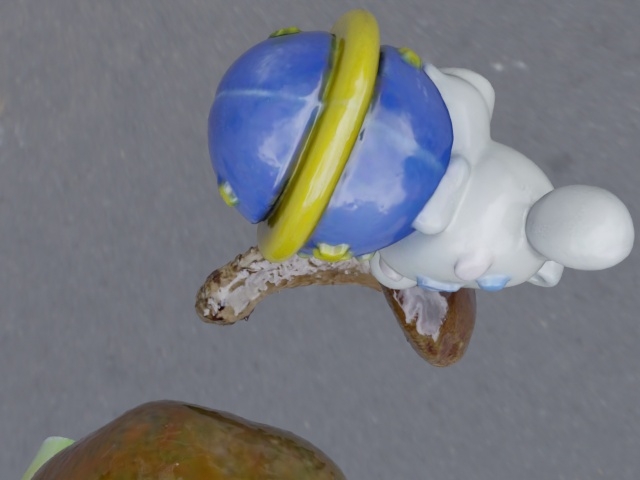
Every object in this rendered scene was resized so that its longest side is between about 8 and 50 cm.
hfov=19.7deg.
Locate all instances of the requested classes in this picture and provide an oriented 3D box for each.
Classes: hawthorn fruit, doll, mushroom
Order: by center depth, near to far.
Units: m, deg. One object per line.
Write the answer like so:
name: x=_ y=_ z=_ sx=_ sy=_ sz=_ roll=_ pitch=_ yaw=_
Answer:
doll: x=0.044 y=-0.048 z=1.176 sx=0.243 sy=0.311 sz=0.159 roll=7 pitch=78 yaw=-7
hawthorn fruit: x=-0.100 y=0.275 z=1.337 sx=0.268 sy=0.301 sz=0.267 roll=-2 pitch=147 yaw=-1
mushroom: x=0.000 y=0.000 z=1.426 sx=0.218 sy=0.148 sz=0.227 roll=-12 pitch=79 yaw=10

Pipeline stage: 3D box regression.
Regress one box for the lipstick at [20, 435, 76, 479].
lipstick: x=-0.259 y=0.295 z=1.462 sx=0.076 sy=0.076 sz=0.304 roll=40 pitch=55 yaw=-16
